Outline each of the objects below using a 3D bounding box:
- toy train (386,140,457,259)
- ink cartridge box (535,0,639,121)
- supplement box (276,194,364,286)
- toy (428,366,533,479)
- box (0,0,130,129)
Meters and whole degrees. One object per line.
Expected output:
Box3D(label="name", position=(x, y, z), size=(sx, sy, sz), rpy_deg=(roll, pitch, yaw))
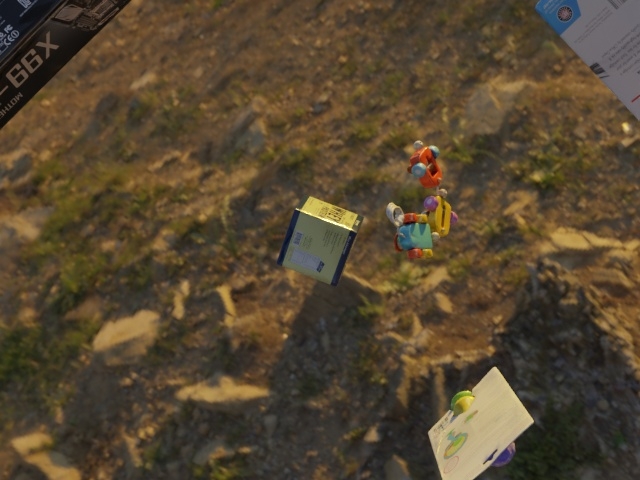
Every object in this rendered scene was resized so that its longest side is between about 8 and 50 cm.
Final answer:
Box3D(label="toy train", position=(0.123, -0.047, 1.292), size=(0.046, 0.125, 0.166), rpy_deg=(-14, 29, 39))
Box3D(label="ink cartridge box", position=(0.289, -0.179, 0.852), size=(0.060, 0.180, 0.104), rpy_deg=(-41, -2, -33))
Box3D(label="supplement box", position=(0.000, 0.000, 1.244), size=(0.056, 0.083, 0.083), rpy_deg=(-62, -8, -64))
Box3D(label="toy", position=(0.216, 0.257, 1.277), size=(0.137, 0.056, 0.237), rpy_deg=(-45, 9, 5))
Box3D(label="box", position=(-0.309, -0.144, 0.616), size=(0.307, 0.242, 0.076), rpy_deg=(-48, -5, -8))
